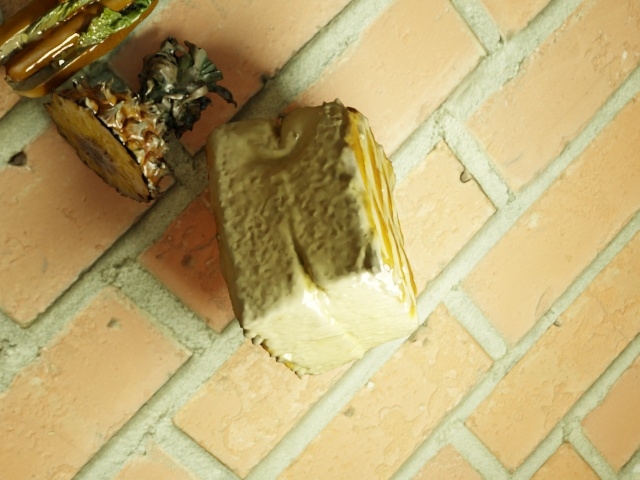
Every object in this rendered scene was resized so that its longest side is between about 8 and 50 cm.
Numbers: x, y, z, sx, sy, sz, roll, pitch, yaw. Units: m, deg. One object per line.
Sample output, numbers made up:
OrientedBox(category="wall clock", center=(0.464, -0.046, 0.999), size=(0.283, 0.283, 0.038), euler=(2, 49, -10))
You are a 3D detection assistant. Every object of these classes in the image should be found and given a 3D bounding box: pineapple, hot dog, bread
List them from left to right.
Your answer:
OrientedBox(category="hot dog", center=(-0.391, -0.372, 1.275), size=(0.337, 0.100, 0.135), euler=(-43, 116, -20))
OrientedBox(category="pineapple", center=(-0.288, -0.239, 1.331), size=(0.271, 0.262, 0.262), euler=(-48, 116, -23))
OrientedBox(category="bread", center=(0.000, 0.000, 1.318), size=(0.279, 0.390, 0.371), euler=(-17, 151, 13))

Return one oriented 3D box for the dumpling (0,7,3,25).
OrientedBox(category="dumpling", center=(-0.621, -0.330, 1.210), size=(0.243, 0.187, 0.318), euler=(-33, 131, -55))
